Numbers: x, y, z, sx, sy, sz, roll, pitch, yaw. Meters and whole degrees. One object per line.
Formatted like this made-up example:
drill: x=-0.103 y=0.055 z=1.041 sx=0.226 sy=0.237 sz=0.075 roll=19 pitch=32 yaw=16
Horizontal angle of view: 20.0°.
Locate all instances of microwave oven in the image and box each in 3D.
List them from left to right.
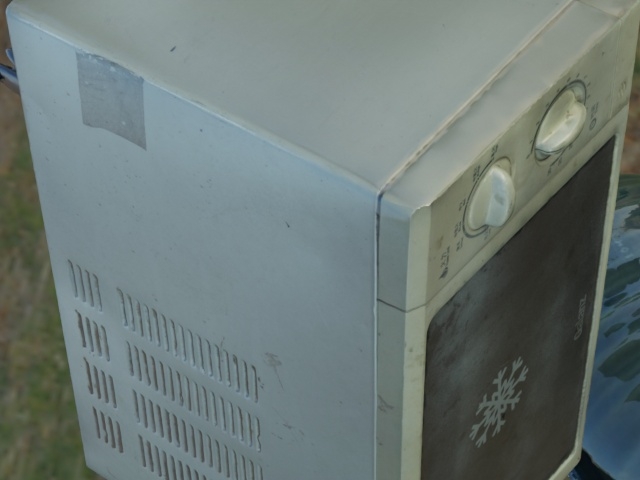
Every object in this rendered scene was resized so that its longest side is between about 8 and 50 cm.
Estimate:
microwave oven: x=0.000 y=0.000 z=0.661 sx=0.194 sy=0.145 sz=0.240 roll=30 pitch=144 yaw=27

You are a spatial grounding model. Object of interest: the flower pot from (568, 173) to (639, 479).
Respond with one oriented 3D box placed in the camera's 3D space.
flower pot: x=0.195 y=0.066 z=1.069 sx=0.157 sy=0.189 sz=0.243 roll=-31 pitch=47 yaw=0
